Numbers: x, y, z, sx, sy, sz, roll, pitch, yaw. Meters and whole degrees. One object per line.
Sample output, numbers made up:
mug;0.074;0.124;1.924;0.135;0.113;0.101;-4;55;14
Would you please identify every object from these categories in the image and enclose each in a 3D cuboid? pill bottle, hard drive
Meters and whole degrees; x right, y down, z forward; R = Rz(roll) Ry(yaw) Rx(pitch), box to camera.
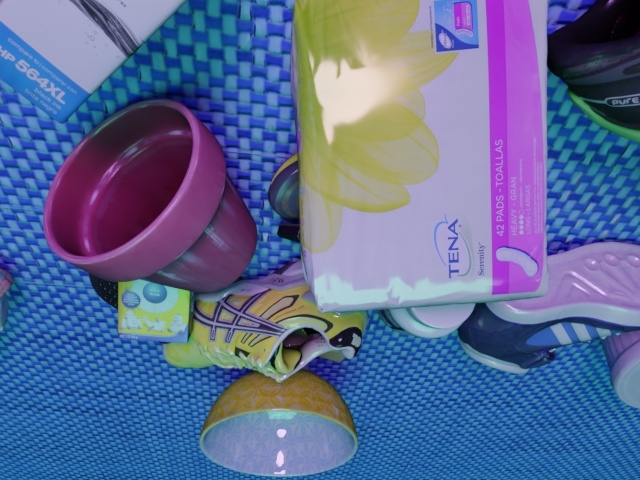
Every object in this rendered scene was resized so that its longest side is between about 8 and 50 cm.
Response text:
pill bottle;0.139;0.075;0.622;0.111;0.112;0.187;1;171;-1
hard drive;0.000;0.000;0.604;0.094;0.135;0.022;17;88;-16

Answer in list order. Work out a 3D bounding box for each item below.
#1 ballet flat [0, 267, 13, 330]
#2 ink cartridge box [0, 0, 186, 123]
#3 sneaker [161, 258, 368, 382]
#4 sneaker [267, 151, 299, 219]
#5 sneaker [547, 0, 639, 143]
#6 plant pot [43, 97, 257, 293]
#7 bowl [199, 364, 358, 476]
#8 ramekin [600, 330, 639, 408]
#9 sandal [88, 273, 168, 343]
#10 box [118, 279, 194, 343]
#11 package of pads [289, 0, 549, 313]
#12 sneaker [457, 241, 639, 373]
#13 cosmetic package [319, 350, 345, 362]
ballet flat;-0.577;0.139;0.740;0.106;0.108;0.316;25;130;-32
ink cartridge box;-0.164;-0.213;0.374;0.203;0.148;0.086;-28;128;25
sneaker;-0.106;0.143;0.716;0.384;0.147;0.145;-23;132;23
sneaker;0.085;-0.048;0.554;0.299;0.121;0.111;0;133;-1
sneaker;0.337;-0.285;0.292;0.202;0.185;0.483;18;125;-10
plant pot;-0.172;-0.029;0.535;0.201;0.202;0.180;-19;147;16
bowl;-0.074;0.321;0.880;0.288;0.156;0.290;0;134;0
ramekin;0.606;0.162;0.758;0.272;0.127;0.273;0;134;0
sandal;-0.291;0.090;0.724;0.067;0.040;0.179;-34;107;22
box;-0.237;0.060;0.670;0.105;0.043;0.180;5;106;-6
package of pads;0.088;-0.083;0.442;0.228;0.101;0.297;-4;97;2
sneaker;0.382;0.124;0.734;0.322;0.130;0.236;-4;144;-4
cosmetic package;-0.001;0.174;0.820;0.115;0.041;0.060;21;130;-19
